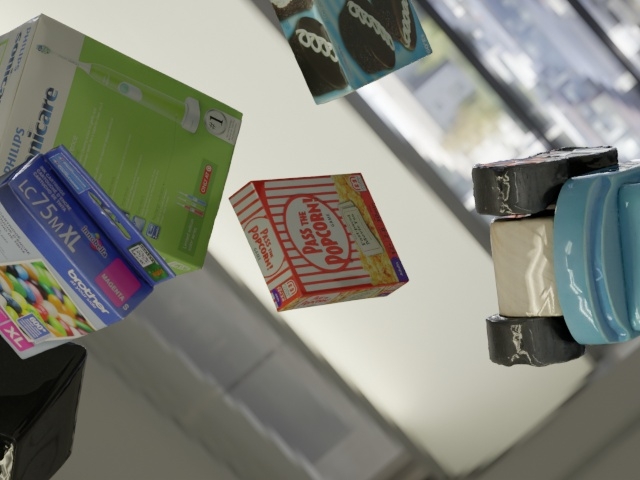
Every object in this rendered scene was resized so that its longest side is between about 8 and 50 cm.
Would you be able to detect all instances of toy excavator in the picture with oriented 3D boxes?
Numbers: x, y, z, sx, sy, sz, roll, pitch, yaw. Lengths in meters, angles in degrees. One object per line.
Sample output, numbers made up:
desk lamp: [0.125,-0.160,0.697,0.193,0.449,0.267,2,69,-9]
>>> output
toy excavator: [0.444,0.000,2.099,0.433,0.445,0.222,-15,-78,-59]

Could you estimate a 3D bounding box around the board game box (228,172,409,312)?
board game box: [0.000,0.000,2.170,0.193,0.045,0.147,-7,-112,-49]

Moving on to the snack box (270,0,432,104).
snack box: [-0.002,-0.324,2.100,0.187,0.060,0.322,-31,-82,-54]

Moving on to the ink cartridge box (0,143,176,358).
ink cartridge box: [-0.293,0.017,2.003,0.186,0.065,0.311,51,145,-12]

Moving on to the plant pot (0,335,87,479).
plant pot: [-0.412,0.222,2.342,0.188,0.187,0.167,17,-146,5]

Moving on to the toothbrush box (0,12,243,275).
toothbrush box: [-0.254,-0.101,2.189,0.283,0.206,0.122,25,158,-31]
